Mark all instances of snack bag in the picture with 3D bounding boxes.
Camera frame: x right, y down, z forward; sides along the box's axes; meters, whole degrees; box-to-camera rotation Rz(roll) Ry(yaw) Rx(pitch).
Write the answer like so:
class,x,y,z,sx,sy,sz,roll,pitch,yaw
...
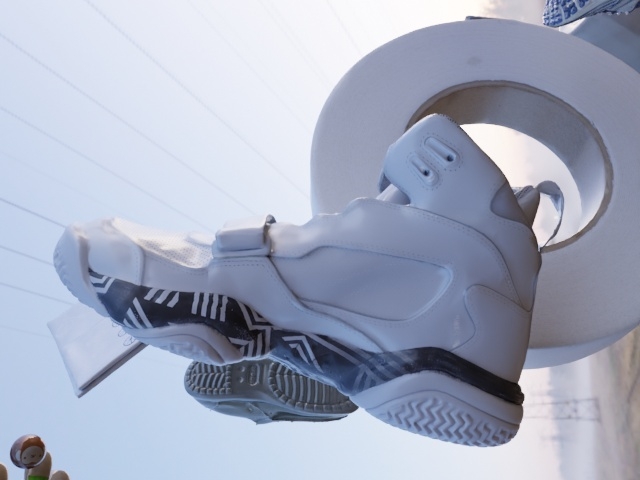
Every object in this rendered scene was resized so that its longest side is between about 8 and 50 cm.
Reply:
class,x,y,z,sx,sy,sz,roll,pitch,yaw
snack bag,-0.419,0.142,1.338,0.323,0.342,0.037,-39,-56,-14

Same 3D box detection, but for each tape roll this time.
class,x,y,z,sx,sy,sz,roll,pitch,yaw
tape roll,0.181,-0.065,0.642,0.072,0.392,0.391,90,-177,-61

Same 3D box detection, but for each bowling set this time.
class,x,y,z,sx,sy,sz,roll,pitch,yaw
bowling set,-0.519,0.410,1.004,0.287,0.200,0.154,17,-135,-28

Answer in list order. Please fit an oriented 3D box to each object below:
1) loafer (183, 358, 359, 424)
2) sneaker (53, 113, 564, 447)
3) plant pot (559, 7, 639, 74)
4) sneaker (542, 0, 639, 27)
class,x,y,z,sx,sy,sz,roll,pitch,yaw
loafer,-0.065,0.214,0.903,0.087,0.251,0.094,88,-169,-51
sneaker,0.000,0.000,0.477,0.137,0.366,0.210,23,-94,-89
plant pot,0.667,-0.444,1.291,0.323,0.280,0.323,-155,90,-84
sneaker,0.269,-0.228,0.586,0.058,0.135,0.052,17,-103,-25
